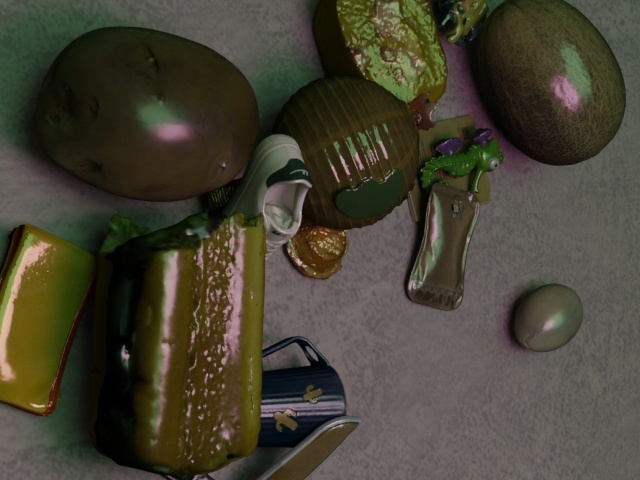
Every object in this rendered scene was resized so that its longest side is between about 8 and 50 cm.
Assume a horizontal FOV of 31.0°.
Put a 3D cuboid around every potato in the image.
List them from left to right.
[{"bbox_3d":[-0.234,-0.176,1.646,0.326,0.221,0.243,10,44,-35],"label":"potato"}]

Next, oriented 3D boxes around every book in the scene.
[{"bbox_3d":[0.223,-0.133,2.084,0.192,0.013,0.168,-14,91,-35],"label":"book"}]

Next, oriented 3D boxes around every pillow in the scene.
[{"bbox_3d":[0.220,0.012,2.037,0.130,0.033,0.218,16,84,-33],"label":"pillow"}]

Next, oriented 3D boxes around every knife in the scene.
[{"bbox_3d":[-0.075,0.368,1.726,0.343,0.027,0.061,-39,122,-6],"label":"knife"}]

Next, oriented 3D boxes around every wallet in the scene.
[{"bbox_3d":[-0.400,0.112,1.597,0.141,0.067,0.241,27,73,-34],"label":"wallet"}]

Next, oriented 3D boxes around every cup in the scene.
[{"bbox_3d":[-0.058,0.237,1.774,0.155,0.131,0.177,0,79,-30],"label":"cup"}]

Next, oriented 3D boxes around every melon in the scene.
[{"bbox_3d":[0.416,-0.292,2.098,0.248,0.248,0.329,-36,105,-33],"label":"melon"}]

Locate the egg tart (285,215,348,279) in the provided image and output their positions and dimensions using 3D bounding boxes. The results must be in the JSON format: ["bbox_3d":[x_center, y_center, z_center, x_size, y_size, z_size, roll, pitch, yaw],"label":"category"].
[{"bbox_3d":[0.000,0.000,1.891,0.128,0.049,0.129,7,77,-33],"label":"egg tart"}]

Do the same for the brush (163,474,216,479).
[{"bbox_3d":[-0.181,0.353,1.734,0.193,0.016,0.063,39,64,-23],"label":"brush"}]

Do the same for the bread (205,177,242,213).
[{"bbox_3d":[-0.135,-0.065,1.787,0.085,0.085,0.053,-17,91,-35],"label":"bread"}]

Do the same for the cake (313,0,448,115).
[{"bbox_3d":[0.098,-0.328,1.944,0.179,0.156,0.261,-15,86,-19],"label":"cake"}]

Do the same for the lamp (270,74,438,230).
[{"bbox_3d":[0.058,-0.153,1.821,0.284,0.250,0.250,-29,101,-4],"label":"lamp"}]

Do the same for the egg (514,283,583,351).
[{"bbox_3d":[0.417,0.143,2.115,0.152,0.114,0.114,-39,105,-35],"label":"egg"}]

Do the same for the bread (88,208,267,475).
[{"bbox_3d":[-0.206,0.145,1.624,0.251,0.208,0.377,2,88,-39],"label":"bread"}]

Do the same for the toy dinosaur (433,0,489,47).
[{"bbox_3d":[0.274,-0.467,2.128,0.259,0.094,0.153,-44,108,-39],"label":"toy dinosaur"}]

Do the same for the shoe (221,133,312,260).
[{"bbox_3d":[-0.086,-0.024,1.716,0.095,0.110,0.265,2,125,-30],"label":"shoe"}]

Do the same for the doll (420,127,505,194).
[{"bbox_3d":[0.255,-0.134,2.070,0.190,0.050,0.115,-16,101,-27],"label":"doll"}]
